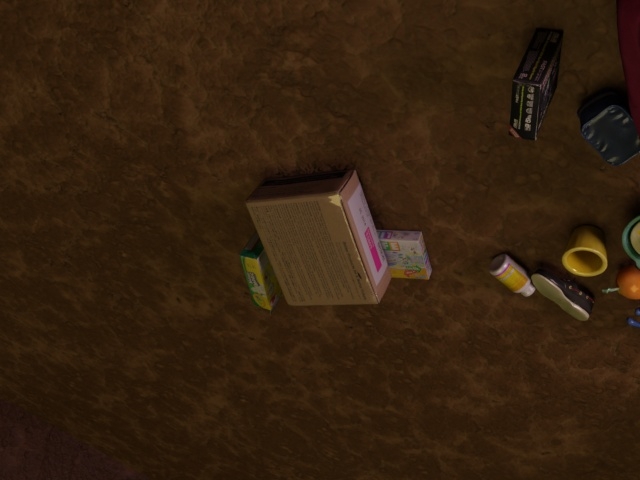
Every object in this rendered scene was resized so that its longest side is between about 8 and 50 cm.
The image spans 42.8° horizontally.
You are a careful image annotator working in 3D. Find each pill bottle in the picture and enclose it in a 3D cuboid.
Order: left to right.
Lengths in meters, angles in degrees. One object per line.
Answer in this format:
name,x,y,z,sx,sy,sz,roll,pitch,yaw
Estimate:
pill bottle,0.337,0.063,1.425,0.083,0.043,0.043,38,140,-17

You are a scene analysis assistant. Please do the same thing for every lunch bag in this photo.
lunch bag,0.403,-0.156,1.119,0.098,0.065,0.067,41,124,-20

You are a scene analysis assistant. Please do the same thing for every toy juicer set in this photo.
toy juicer set,0.549,0.016,1.227,0.209,0.089,0.329,38,139,-18

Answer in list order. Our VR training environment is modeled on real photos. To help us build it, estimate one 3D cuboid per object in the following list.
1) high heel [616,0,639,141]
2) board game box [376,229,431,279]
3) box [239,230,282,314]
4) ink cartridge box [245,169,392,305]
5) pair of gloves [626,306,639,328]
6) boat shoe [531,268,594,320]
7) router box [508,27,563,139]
high heel,0.450,-0.172,1.042,0.127,0.181,0.377,-19,139,4
board game box,0.119,0.025,1.504,0.154,0.026,0.103,2,137,25
box,-0.100,0.054,1.586,0.043,0.105,0.179,15,142,24
ink cartridge box,0.000,0.000,1.452,0.193,0.088,0.234,-4,122,29
pair of gloves,0.608,0.123,1.333,0.198,0.023,0.159,-14,148,33
boat shoe,0.420,0.087,1.417,0.133,0.042,0.049,35,161,-15
router box,0.282,-0.205,1.072,0.038,0.122,0.092,15,141,20
